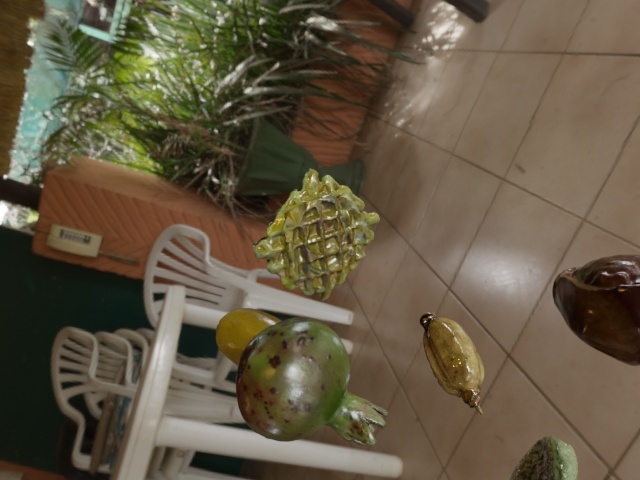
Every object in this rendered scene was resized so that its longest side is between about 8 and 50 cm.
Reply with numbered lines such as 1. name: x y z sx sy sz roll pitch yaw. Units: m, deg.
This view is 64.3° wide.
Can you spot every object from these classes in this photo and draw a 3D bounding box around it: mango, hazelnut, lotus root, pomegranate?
1. mango: -0.139 0.259 1.274 0.332 0.195 0.142 0 42 45
2. hazelnut: 0.439 0.088 0.744 0.160 0.170 0.201 -63 20 19
3. lotus root: 0.182 0.161 0.686 0.072 0.063 0.152 -57 42 41
4. pomegranate: -0.012 0.277 1.005 0.242 0.306 0.242 8 -90 -88

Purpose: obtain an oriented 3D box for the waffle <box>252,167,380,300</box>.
1. waffle: 0.002 0.001 0.950 0.223 0.204 0.054 -55 32 -1

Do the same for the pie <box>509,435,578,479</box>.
1. pie: 0.513 0.605 1.204 0.302 0.067 0.302 -62 -9 -18
